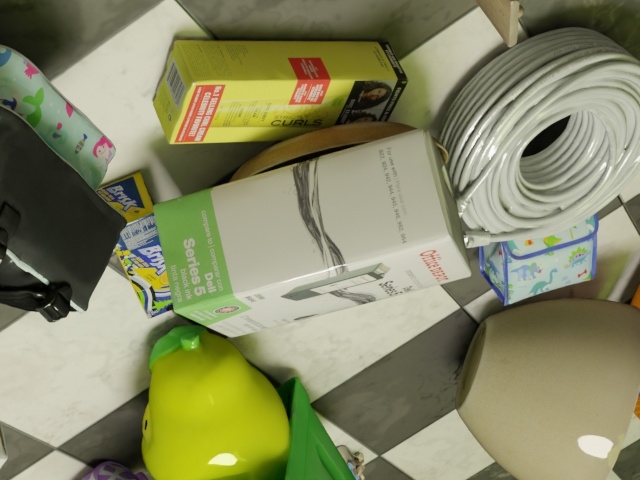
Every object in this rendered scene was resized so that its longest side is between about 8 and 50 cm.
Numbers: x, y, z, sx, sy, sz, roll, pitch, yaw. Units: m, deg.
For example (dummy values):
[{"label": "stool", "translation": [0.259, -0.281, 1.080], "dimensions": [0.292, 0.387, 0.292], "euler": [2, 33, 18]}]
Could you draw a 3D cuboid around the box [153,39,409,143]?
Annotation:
[{"label": "box", "translation": [-0.036, -0.143, 1.261], "dimensions": [0.232, 0.058, 0.087], "euler": [-3, 142, -30]}]

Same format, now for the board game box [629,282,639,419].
[{"label": "board game box", "translation": [0.669, 0.139, 1.782], "dimensions": [0.356, 0.356, 0.356], "euler": [-6, 129, -28]}]

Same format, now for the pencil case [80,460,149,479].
[{"label": "pencil case", "translation": [-0.310, 0.371, 1.730], "dimensions": [0.206, 0.086, 0.088], "euler": [-44, 166, 25]}]

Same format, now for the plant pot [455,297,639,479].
[{"label": "plant pot", "translation": [0.291, 0.194, 1.772], "dimensions": [0.191, 0.284, 0.284], "euler": [18, 135, -2]}]

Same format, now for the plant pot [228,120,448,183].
[{"label": "plant pot", "translation": [0.012, -0.071, 1.346], "dimensions": [0.236, 0.032, 0.236], "euler": [-12, 167, -3]}]

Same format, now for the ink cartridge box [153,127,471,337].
[{"label": "ink cartridge box", "translation": [0.000, 0.000, 1.308], "dimensions": [0.273, 0.115, 0.198], "euler": [-15, 166, 9]}]

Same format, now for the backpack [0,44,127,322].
[{"label": "backpack", "translation": [-0.307, -0.053, 1.066], "dimensions": [0.253, 0.191, 0.225], "euler": [4, 155, 27]}]

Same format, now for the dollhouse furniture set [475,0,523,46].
[{"label": "dollhouse furniture set", "translation": [0.209, -0.286, 1.181], "dimensions": [0.151, 0.123, 0.144], "euler": [-21, 145, -9]}]

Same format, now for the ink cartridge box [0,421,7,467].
[{"label": "ink cartridge box", "translation": [-0.540, 0.272, 1.375], "dimensions": [0.279, 0.160, 0.385], "euler": [9, 132, -40]}]

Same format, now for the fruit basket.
[{"label": "fruit basket", "translation": [-0.122, 0.290, 1.579], "dimensions": [0.283, 0.392, 0.392], "euler": [-40, 143, 17]}]

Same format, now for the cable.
[{"label": "cable", "translation": [0.251, -0.111, 1.451], "dimensions": [0.257, 0.089, 0.257], "euler": [2, 128, -34]}]

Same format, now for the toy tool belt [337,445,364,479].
[{"label": "toy tool belt", "translation": [0.040, 0.339, 1.941], "dimensions": [0.052, 0.051, 0.083], "euler": [-37, 144, 15]}]

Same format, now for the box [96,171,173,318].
[{"label": "box", "translation": [-0.181, 0.008, 1.360], "dimensions": [0.054, 0.059, 0.169], "euler": [-21, 145, -6]}]

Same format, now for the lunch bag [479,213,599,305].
[{"label": "lunch bag", "translation": [0.266, -0.011, 1.609], "dimensions": [0.129, 0.096, 0.151], "euler": [-15, 126, -13]}]
